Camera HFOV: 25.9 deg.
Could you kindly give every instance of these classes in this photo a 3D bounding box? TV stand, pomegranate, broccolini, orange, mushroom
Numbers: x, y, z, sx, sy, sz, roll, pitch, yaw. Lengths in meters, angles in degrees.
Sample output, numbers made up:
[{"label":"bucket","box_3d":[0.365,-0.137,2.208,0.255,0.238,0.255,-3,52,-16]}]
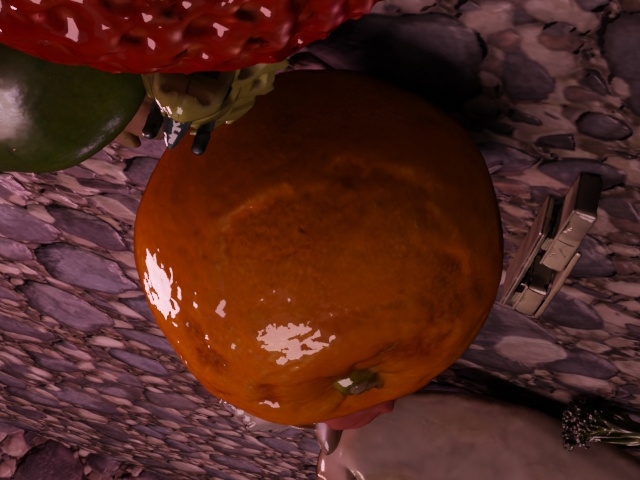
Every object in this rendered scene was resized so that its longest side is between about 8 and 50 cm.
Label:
[{"label":"TV stand","box_3d":[0.190,0.008,1.151,0.042,0.036,0.249,17,160,3]},{"label":"pomegranate","box_3d":[-0.174,-0.123,0.903,0.187,0.187,0.225,1,165,35]},{"label":"broccolini","box_3d":[0.376,0.208,1.538,0.216,0.058,0.067,3,-162,16]},{"label":"orange","box_3d":[0.000,0.000,0.987,0.261,0.261,0.261,14,160,5]},{"label":"mushroom","box_3d":[0.162,0.286,1.691,0.397,0.224,0.313,26,173,-17]}]

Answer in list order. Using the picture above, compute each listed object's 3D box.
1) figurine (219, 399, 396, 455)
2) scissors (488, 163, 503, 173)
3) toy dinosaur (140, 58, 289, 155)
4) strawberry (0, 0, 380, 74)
[{"label":"figurine","box_3d":[0.007,0.141,1.457,0.207,0.166,0.387,4,169,-22]},{"label":"scissors","box_3d":[0.121,-0.049,1.098,0.036,0.006,0.083,22,159,-22]},{"label":"toy dinosaur","box_3d":[-0.061,-0.130,0.842,0.094,0.153,0.259,21,-177,-4]},{"label":"strawberry","box_3d":[-0.052,-0.201,0.516,0.288,0.239,0.250,-6,157,-16]}]
